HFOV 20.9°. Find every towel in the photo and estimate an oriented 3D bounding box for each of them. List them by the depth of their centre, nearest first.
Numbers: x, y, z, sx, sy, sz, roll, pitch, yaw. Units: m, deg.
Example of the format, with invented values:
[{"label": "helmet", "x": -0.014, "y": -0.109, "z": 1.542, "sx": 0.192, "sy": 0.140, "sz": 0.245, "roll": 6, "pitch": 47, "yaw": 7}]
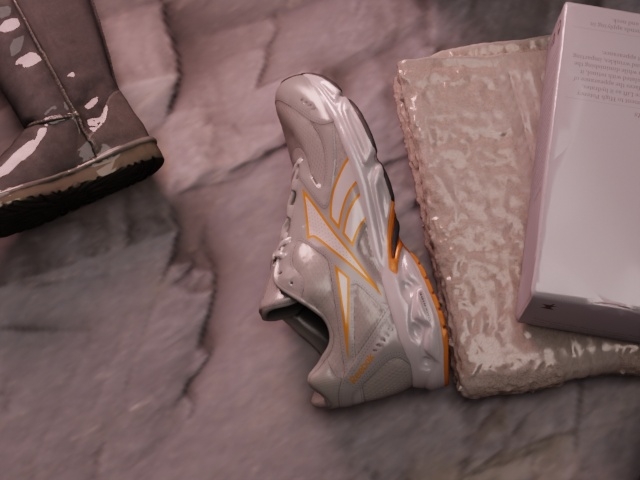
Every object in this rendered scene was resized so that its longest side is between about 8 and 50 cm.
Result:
[{"label": "towel", "x": 0.166, "y": -0.023, "z": 1.313, "sx": 0.187, "sy": 0.049, "sz": 0.282, "roll": -8, "pitch": 71, "yaw": -5}]

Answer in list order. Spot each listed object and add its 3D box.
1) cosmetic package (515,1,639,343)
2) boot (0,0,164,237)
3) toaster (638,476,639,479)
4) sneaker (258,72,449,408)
[{"label": "cosmetic package", "x": 0.214, "y": -0.048, "z": 1.256, "sx": 0.117, "sy": 0.085, "sz": 0.231, "roll": 10, "pitch": 72, "yaw": 1}, {"label": "boot", "x": -0.234, "y": -0.118, "z": 1.310, "sx": 0.189, "sy": 0.076, "sz": 0.208, "roll": -22, "pitch": 79, "yaw": -26}, {"label": "toaster", "x": 0.304, "y": 0.199, "z": 1.198, "sx": 0.185, "sy": 0.110, "sz": 0.168, "roll": 22, "pitch": 70, "yaw": 8}, {"label": "sneaker", "x": 0.000, "y": 0.000, "z": 1.271, "sx": 0.121, "sy": 0.099, "sz": 0.262, "roll": -19, "pitch": 70, "yaw": -6}]
